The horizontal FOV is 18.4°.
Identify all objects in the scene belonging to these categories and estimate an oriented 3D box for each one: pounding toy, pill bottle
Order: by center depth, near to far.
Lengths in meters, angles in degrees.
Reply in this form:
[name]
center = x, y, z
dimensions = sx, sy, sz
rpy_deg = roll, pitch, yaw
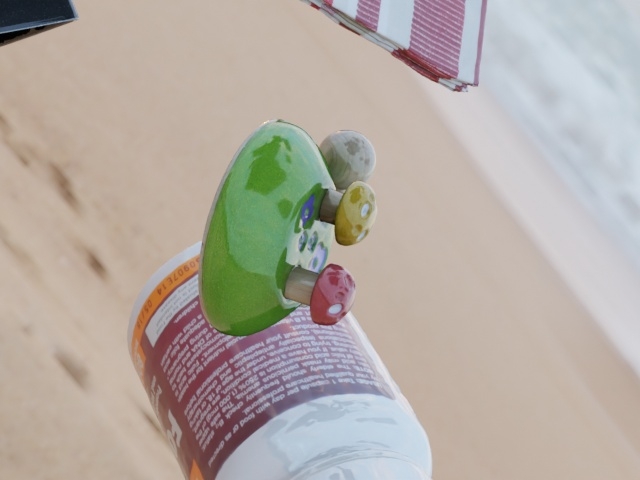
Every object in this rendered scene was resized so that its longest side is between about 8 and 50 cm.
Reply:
[pounding toy]
center = 0.000, 0.000, 1.634
dimensions = 0.110, 0.183, 0.237
rpy_deg = 17, 11, 20
[pill bottle]
center = -0.029, 0.186, 1.904
dimensions = 0.224, 0.224, 0.392
rpy_deg = 36, 15, -40

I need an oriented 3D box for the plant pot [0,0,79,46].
[plant pot]
center = -0.330, -0.224, 1.549
dimensions = 0.188, 0.187, 0.167
rpy_deg = -17, 95, -37

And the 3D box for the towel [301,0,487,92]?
[towel]
center = 0.069, -0.335, 2.311
dimensions = 0.329, 0.037, 0.237
rpy_deg = 26, 59, -33
